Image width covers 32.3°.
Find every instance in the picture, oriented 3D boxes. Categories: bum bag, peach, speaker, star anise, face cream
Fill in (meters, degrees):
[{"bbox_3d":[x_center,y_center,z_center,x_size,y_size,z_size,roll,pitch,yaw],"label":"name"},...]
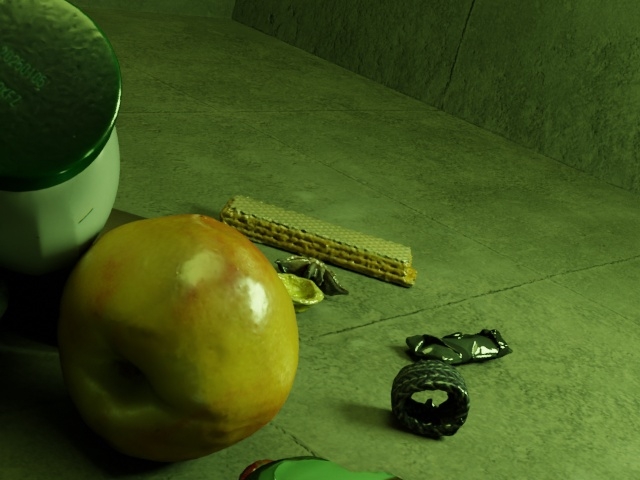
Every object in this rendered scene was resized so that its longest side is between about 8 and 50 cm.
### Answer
[{"bbox_3d":[0.228,0.167,1.771,0.197,0.049,0.087,-1,21,-38],"label":"bum bag"},{"bbox_3d":[-0.161,0.102,1.305,0.289,0.289,0.308,22,25,17],"label":"peach"},{"bbox_3d":[-0.369,0.029,1.528,0.231,0.153,0.192,16,20,2],"label":"speaker"},{"bbox_3d":[-0.007,0.062,1.866,0.129,0.056,0.124,24,0,14],"label":"star anise"},{"bbox_3d":[-0.351,-0.119,1.261,0.219,0.312,0.357,-19,-7,-19],"label":"face cream"}]

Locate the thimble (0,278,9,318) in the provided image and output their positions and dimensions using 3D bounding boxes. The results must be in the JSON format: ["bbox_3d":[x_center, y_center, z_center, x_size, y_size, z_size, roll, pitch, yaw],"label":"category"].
[{"bbox_3d":[-0.470,0.065,1.232,0.205,0.172,0.250,41,-6,-15],"label":"thimble"}]

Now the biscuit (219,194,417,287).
[{"bbox_3d":[0.000,0.000,2.042,0.378,0.054,0.094,17,20,4],"label":"biscuit"}]

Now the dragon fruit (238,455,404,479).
[{"bbox_3d":[0.009,0.311,1.103,0.295,0.130,0.268,9,25,-19],"label":"dragon fruit"}]

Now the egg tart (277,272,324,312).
[{"bbox_3d":[-0.048,0.088,1.786,0.105,0.039,0.105,14,19,-5],"label":"egg tart"}]

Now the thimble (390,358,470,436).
[{"bbox_3d":[0.150,0.214,1.509,0.104,0.095,0.066,28,20,-9],"label":"thimble"}]
